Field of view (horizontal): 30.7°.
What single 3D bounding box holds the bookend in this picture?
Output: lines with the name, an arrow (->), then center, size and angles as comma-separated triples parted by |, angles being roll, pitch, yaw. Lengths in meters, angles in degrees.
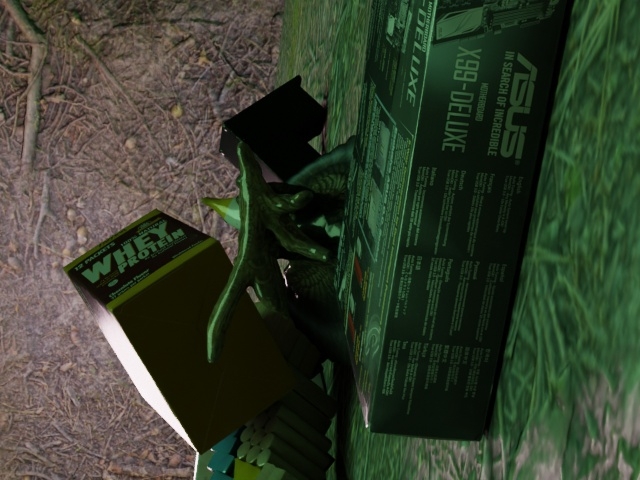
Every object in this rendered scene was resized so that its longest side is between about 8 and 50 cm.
bookend -> -0.041, -0.143, 1.740 | 0.157, 0.156, 0.072 | -38, -19, -27

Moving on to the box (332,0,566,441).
box -> 0.072, -0.063, 0.754 | 0.242, 0.077, 0.307 | -104, 21, -71

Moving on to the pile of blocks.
pile of blocks -> -0.045, 0.218, 1.301 | 0.149, 0.113, 0.362 | -33, 31, 28

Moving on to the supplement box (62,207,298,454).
supplement box -> -0.154, 0.091, 1.258 | 0.194, 0.129, 0.191 | 23, 144, 61

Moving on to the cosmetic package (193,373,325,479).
cosmetic package -> -0.082, 0.226, 1.513 | 0.183, 0.151, 0.151 | -109, 26, -72

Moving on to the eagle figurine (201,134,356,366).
eagle figurine -> -0.008, -0.006, 1.133 | 0.226, 0.225, 0.298 | -43, -19, 12
